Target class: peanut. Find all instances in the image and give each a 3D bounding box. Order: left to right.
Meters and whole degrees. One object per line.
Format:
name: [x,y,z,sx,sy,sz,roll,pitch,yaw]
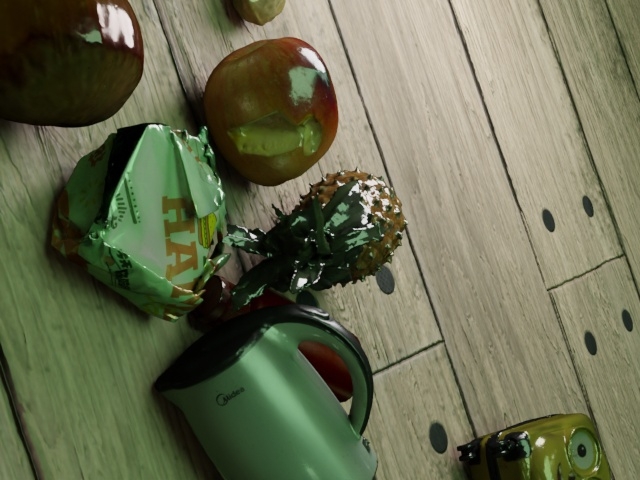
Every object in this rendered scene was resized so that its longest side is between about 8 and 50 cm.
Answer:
peanut: [-0.084,-0.403,1.588,0.099,0.099,0.214,28,51,-42]

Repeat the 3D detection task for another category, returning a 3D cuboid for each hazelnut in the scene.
hazelnut: [-0.281,-0.215,1.170,0.210,0.186,0.210,-16,120,-29]

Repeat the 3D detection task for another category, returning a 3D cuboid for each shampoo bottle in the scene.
shampoo bottle: [-0.053,0.119,1.410,0.260,0.064,0.102,32,51,-39]

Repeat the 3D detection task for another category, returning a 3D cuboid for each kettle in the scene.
kettle: [-0.039,0.189,1.277,0.236,0.221,0.161,56,10,-13]

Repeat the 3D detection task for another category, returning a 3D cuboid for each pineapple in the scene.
pineapple: [0.004,0.000,1.395,0.166,0.165,0.364,68,20,-3]

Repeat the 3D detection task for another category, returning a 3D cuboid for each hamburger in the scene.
hamburger: [-0.187,-0.038,1.265,0.214,0.125,0.235,40,49,-47]

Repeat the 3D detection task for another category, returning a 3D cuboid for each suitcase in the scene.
suitcase: [0.340,0.370,1.701,0.234,0.143,0.194,-7,81,-40]

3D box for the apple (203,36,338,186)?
apple: [-0.062,-0.165,1.444,0.199,0.199,0.199,26,55,-43]
